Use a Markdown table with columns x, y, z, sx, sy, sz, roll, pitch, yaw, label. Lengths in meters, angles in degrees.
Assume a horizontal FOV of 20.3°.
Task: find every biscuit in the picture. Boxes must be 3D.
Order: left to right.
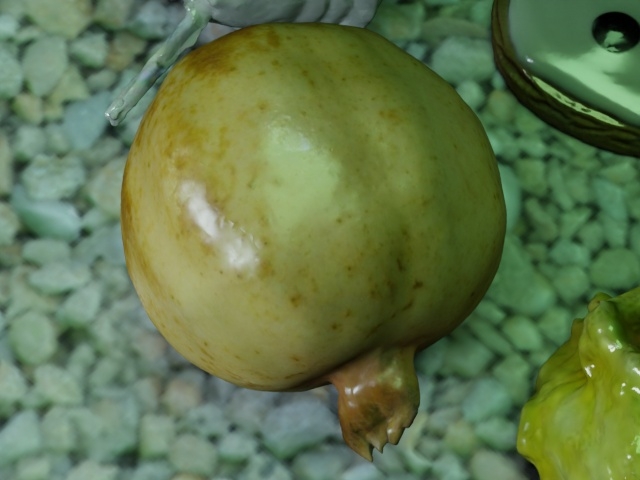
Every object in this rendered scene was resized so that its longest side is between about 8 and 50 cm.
| x | y | z | sx | sy | sz | roll | pitch | yaw | label |
| --- | --- | --- | --- | --- | --- | --- | --- | --- | --- |
| 0.212 | -0.138 | 1.124 | 0.208 | 0.049 | 0.181 | -4 | 60 | -10 | biscuit |

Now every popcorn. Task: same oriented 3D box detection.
| x | y | z | sx | sy | sz | roll | pitch | yaw | label |
| --- | --- | --- | --- | --- | --- | --- | --- | --- | --- |
| 0.202 | 0.094 | 0.929 | 0.197 | 0.156 | 0.198 | -3 | 62 | 6 | popcorn |

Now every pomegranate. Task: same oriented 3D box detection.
| x | y | z | sx | sy | sz | roll | pitch | yaw | label |
| --- | --- | --- | --- | --- | --- | --- | --- | --- | --- |
| -0.005 | -0.016 | 0.943 | 0.207 | 0.207 | 0.207 | 3 | 60 | -5 | pomegranate |

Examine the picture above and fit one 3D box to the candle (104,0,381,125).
| x | y | z | sx | sy | sz | roll | pitch | yaw | label |
| --- | --- | --- | --- | --- | --- | --- | --- | --- | --- |
| -0.027 | -0.209 | 1.065 | 0.187 | 0.187 | 0.330 | 24 | 63 | 8 | candle |
